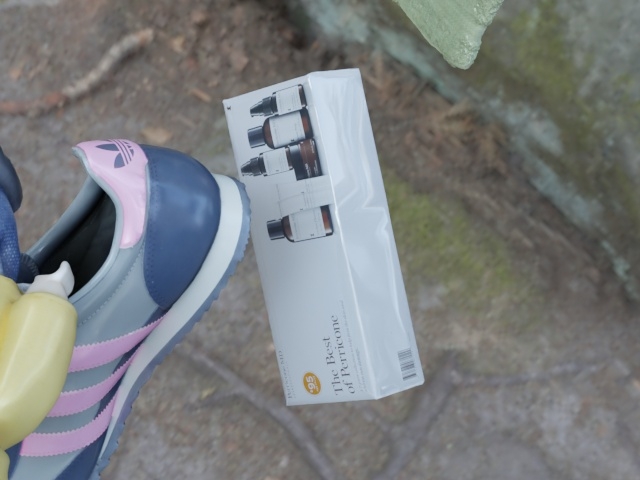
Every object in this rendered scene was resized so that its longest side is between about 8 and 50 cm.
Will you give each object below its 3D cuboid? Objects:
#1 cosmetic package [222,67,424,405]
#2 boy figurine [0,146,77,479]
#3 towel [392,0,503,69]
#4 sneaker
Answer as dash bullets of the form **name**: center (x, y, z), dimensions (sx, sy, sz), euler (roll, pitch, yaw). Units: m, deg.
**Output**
- **cosmetic package**: center (0.000, 0.000, 1.055), dimensions (0.060, 0.099, 0.239), euler (-13, 91, -44)
- **boy figurine**: center (-0.219, 0.066, 0.767), dimensions (0.177, 0.092, 0.285), euler (-13, 45, 2)
- **towel**: center (0.133, -0.261, 1.489), dimensions (0.027, 0.110, 0.148), euler (-5, 44, -37)
- **sneaker**: center (-0.181, 0.071, 0.924), dimensions (0.131, 0.319, 0.112), euler (25, 11, -39)
